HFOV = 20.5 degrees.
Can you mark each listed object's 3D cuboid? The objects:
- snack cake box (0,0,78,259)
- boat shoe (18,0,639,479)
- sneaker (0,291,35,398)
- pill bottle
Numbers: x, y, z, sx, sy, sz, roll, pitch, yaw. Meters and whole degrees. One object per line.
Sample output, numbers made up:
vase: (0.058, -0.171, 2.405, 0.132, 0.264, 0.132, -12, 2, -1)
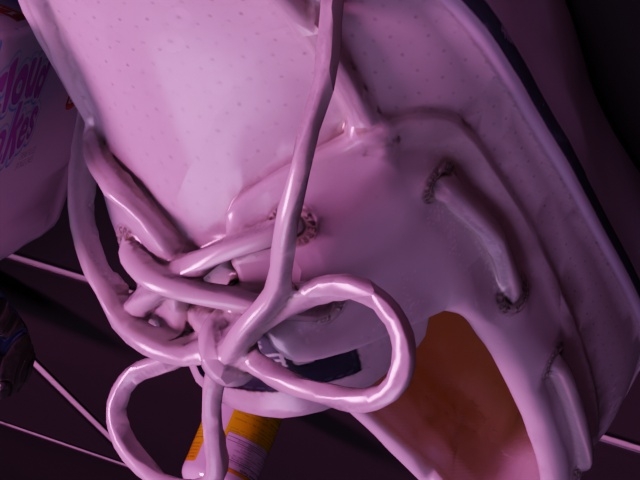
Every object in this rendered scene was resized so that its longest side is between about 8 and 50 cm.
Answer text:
snack cake box: (-0.210, -0.074, 0.543, 0.264, 0.089, 0.152, 21, -167, 4)
boat shoe: (-0.007, -0.001, 0.506, 0.136, 0.156, 0.367, 11, 159, 32)
sneaker: (-0.265, 0.026, 1.032, 0.221, 0.083, 0.087, 28, 175, -1)
pill bottle: (-0.052, 0.121, 1.014, 0.043, 0.083, 0.043, 20, 162, 7)
